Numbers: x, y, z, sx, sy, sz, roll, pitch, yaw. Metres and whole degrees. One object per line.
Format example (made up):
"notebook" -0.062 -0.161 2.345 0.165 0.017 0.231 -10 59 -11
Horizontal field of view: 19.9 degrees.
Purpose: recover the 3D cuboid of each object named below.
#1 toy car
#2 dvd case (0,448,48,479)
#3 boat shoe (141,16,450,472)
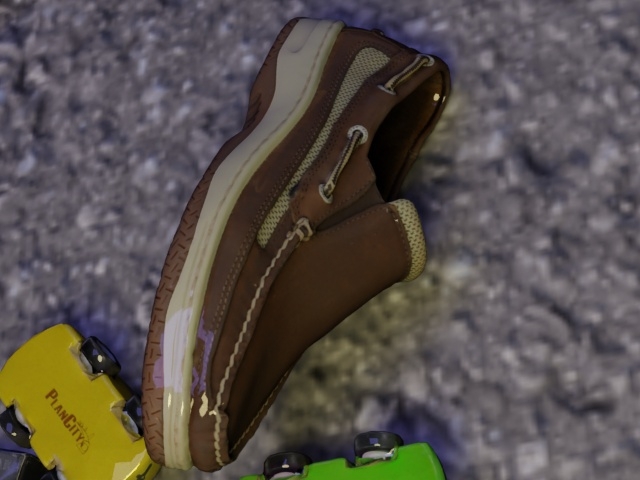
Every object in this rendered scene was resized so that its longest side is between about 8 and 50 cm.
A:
"toy car" -0.043 0.138 0.806 0.225 0.053 0.239 -13 62 20
"dvd case" -0.261 0.179 0.908 0.239 0.029 0.179 3 68 28
"boat shoe" 0.000 -0.005 0.803 0.095 0.095 0.257 10 51 12
